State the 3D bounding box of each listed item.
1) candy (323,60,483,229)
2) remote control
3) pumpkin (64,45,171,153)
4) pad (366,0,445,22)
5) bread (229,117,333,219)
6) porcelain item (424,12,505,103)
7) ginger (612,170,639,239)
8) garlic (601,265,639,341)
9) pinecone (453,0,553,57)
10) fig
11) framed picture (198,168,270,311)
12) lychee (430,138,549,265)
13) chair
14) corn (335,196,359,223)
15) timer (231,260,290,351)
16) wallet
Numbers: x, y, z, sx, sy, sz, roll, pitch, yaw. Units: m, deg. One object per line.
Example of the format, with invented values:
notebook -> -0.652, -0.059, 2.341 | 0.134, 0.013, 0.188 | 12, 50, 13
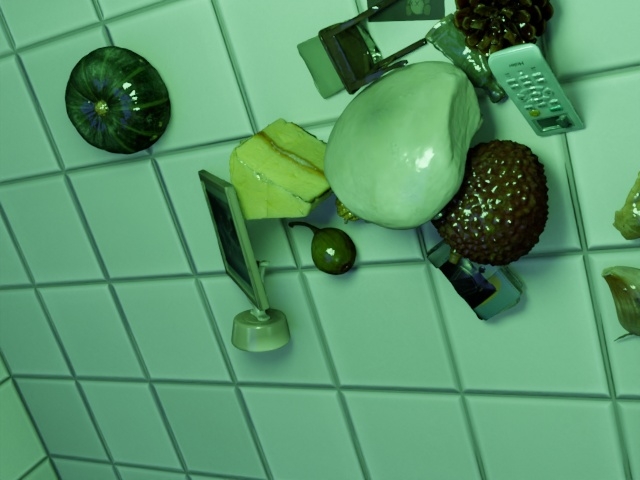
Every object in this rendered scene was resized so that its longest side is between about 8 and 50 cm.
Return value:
candy -> 0.154, -0.218, 1.714 | 0.186, 0.386, 0.427 | 28, 167, -32
remote control -> 0.444, -0.305, 1.584 | 0.103, 0.051, 0.293 | -7, 150, 34
pumpkin -> -0.555, -0.384, 2.152 | 0.300, 0.207, 0.300 | 5, 109, 16
pad -> 0.186, -0.554, 1.734 | 0.190, 0.004, 0.127 | 7, 118, 29
bread -> -0.061, -0.184, 1.913 | 0.236, 0.263, 0.198 | 6, 122, 32
porcelain item -> 0.327, -0.392, 1.691 | 0.081, 0.069, 0.216 | -42, 88, 27
ginger -> 0.685, -0.066, 1.644 | 0.096, 0.067, 0.165 | 40, 132, 35
garlic -> 0.707, 0.151, 1.749 | 0.128, 0.090, 0.198 | 5, 124, 46
pinecone -> 0.361, -0.455, 1.562 | 0.207, 0.208, 0.208 | 14, 121, 25
fig -> 0.000, 0.000, 2.094 | 0.236, 0.124, 0.124 | 41, 133, 37
framed picture -> -0.242, -0.016, 2.069 | 0.446, 0.028, 0.326 | -153, 46, -70
lychee -> 0.364, -0.080, 1.704 | 0.275, 0.276, 0.304 | 34, 103, 12
chair -> 0.059, -0.424, 1.769 | 0.319, 0.186, 0.160 | -19, 109, 35
corn -> 0.159, -0.152, 1.902 | 0.313, 0.102, 0.102 | -36, 93, 35
timer -> -0.181, 0.170, 2.254 | 0.175, 0.175, 0.266 | 6, 108, 29
wallet -> 0.379, 0.081, 1.911 | 0.231, 0.069, 0.170 | 50, 134, 1
